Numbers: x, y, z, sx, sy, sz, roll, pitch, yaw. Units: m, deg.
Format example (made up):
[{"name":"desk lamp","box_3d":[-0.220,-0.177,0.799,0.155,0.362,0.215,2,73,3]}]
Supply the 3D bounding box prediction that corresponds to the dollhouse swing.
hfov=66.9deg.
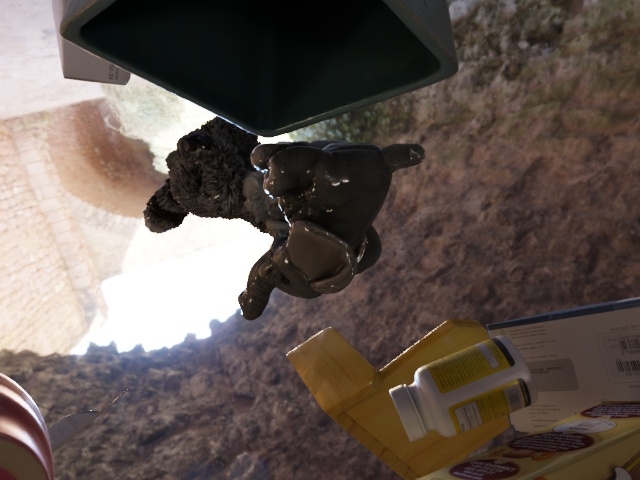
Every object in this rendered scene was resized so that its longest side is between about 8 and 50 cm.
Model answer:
[{"name":"dollhouse swing","box_3d":[0.184,0.283,0.993,0.305,0.347,0.315,-46,-155,-5]}]

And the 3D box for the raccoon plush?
[{"name":"raccoon plush","box_3d":[-0.184,-0.064,1.069,0.216,0.299,0.446,-35,176,-41]}]

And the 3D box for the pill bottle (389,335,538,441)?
[{"name":"pill bottle","box_3d":[0.124,0.135,0.434,0.117,0.065,0.065,-22,-166,1]}]

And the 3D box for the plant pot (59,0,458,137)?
[{"name":"plant pot","box_3d":[-0.042,-0.277,0.440,0.247,0.252,0.248,-9,163,37]}]

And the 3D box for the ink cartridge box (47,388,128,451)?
[{"name":"ink cartridge box","box_3d":[-0.472,0.347,0.927,0.145,0.045,0.179,-40,-178,45]}]

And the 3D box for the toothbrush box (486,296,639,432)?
[{"name":"toothbrush box","box_3d":[0.377,0.127,0.546,0.296,0.126,0.216,2,163,-34]}]

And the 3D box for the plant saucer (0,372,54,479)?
[{"name":"plant saucer","box_3d":[-0.325,0.250,0.338,0.084,0.331,0.332,11,-157,22]}]

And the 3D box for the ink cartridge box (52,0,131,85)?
[{"name":"ink cartridge box","box_3d":[-0.435,-0.460,0.912,0.117,0.207,0.282,-4,-132,-31]}]

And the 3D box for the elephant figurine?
[{"name":"elephant figurine","box_3d":[0.000,0.000,0.598,0.170,0.239,0.186,-9,-163,-29]}]

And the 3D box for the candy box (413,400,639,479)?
[{"name":"candy box","box_3d":[0.150,0.239,0.316,0.317,0.182,0.087,-10,167,-22]}]
